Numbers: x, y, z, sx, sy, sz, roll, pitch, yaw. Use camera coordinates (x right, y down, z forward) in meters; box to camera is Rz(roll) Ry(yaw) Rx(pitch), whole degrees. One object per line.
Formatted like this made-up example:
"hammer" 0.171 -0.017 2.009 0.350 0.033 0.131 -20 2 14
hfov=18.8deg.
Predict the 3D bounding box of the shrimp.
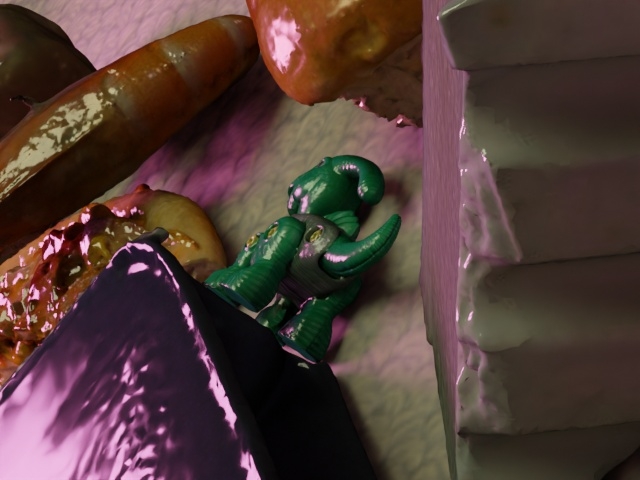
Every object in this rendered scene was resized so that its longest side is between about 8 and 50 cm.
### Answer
"shrimp" -0.134 -0.049 1.043 0.248 0.068 0.150 -33 -3 -24

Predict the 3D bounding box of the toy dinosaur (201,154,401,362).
"toy dinosaur" 0.000 0.000 0.884 0.096 0.059 0.132 -55 20 -12

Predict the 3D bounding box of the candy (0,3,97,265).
"candy" -0.225 -0.031 1.193 0.234 0.102 0.104 -51 30 4

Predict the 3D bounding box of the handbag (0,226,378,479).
"handbag" -0.094 0.194 0.745 0.303 0.122 0.329 -47 29 10

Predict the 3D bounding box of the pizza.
"pizza" -0.130 0.025 1.039 0.246 0.058 0.127 -1 59 58

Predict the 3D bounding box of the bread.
"bread" 0.070 -0.164 0.884 0.245 0.121 0.174 -37 32 24

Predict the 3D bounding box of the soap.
"soap" 0.176 -0.040 0.679 0.302 0.258 0.159 -5 36 -5
